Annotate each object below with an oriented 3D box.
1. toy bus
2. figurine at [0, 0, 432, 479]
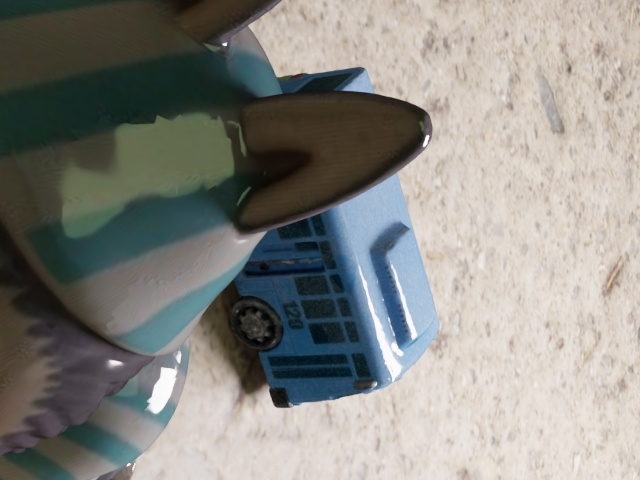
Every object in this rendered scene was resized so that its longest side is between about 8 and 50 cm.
[{"bbox_3d":[0.000,0.000,1.235,0.116,0.134,0.234,-44,122,-52],"label":"toy bus"},{"bbox_3d":[-0.102,0.010,0.847,0.361,0.378,0.266,37,55,-48],"label":"figurine"}]
